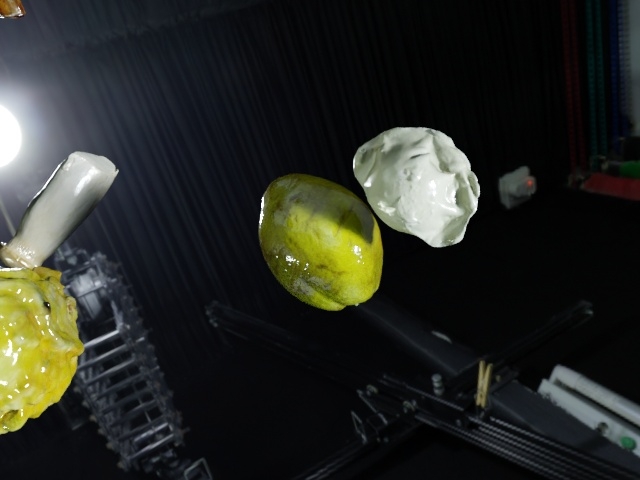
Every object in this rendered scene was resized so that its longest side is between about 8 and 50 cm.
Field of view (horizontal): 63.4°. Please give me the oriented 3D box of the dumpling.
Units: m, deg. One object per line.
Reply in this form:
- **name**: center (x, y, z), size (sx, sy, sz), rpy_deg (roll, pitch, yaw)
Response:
- **dumpling**: center (0.179, -0.111, 0.960), size (0.258, 0.193, 0.147), rpy_deg (38, -165, 17)

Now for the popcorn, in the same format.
- **popcorn**: center (-0.449, 0.142, 0.767), size (0.192, 0.233, 0.266), rpy_deg (-22, -152, 18)

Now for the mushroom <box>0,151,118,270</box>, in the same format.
- **mushroom**: center (-0.722, -0.088, 1.439), size (0.407, 0.137, 0.154), rpy_deg (-59, -167, -17)

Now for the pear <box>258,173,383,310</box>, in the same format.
- **pear**: center (0.000, 0.000, 1.121), size (0.269, 0.321, 0.269), rpy_deg (-32, 175, -3)

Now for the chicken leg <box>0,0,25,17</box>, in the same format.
- **chicken leg**: center (-0.613, -0.510, 0.863), size (0.113, 0.304, 0.093), rpy_deg (-18, -156, 38)
